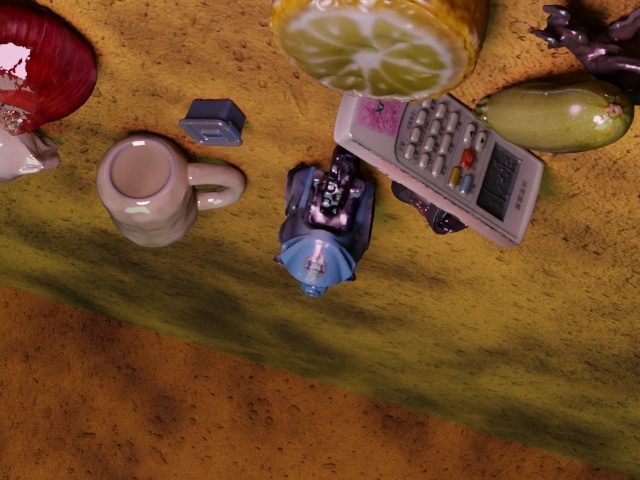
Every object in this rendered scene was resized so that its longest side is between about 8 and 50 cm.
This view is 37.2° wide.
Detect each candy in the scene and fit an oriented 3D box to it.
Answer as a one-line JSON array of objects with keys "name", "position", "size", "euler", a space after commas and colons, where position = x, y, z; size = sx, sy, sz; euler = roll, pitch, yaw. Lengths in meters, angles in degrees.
[{"name": "candy", "position": [0.070, -0.259, 1.116], "size": [0.260, 0.118, 0.260], "euler": [12, 162, 4]}]

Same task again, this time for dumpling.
[{"name": "dumpling", "position": [-0.629, -0.198, 1.831], "size": [0.258, 0.147, 0.193], "euler": [12, -158, -16]}]

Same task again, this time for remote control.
[{"name": "remote control", "position": [0.172, -0.124, 1.325], "size": [0.344, 0.145, 0.050], "euler": [29, 161, -28]}]

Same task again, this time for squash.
[{"name": "squash", "position": [0.282, -0.153, 1.172], "size": [0.094, 0.094, 0.341], "euler": [25, 179, -17]}]

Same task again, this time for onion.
[{"name": "onion", "position": [-0.468, -0.264, 1.476], "size": [0.248, 0.161, 0.248], "euler": [-15, 147, -10]}]

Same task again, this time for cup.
[{"name": "cup", "position": [-0.283, -0.080, 1.777], "size": [0.255, 0.173, 0.202], "euler": [17, 161, 4]}]

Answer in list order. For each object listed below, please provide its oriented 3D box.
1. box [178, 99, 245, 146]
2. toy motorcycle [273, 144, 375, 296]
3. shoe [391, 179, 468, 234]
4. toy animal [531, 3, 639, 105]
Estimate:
[{"name": "box", "position": [-0.173, -0.195, 1.560], "size": [0.099, 0.054, 0.074], "euler": [6, 155, 30]}, {"name": "toy motorcycle", "position": [0.000, 0.000, 1.662], "size": [0.172, 0.232, 0.416], "euler": [15, 160, -1]}, {"name": "shoe", "position": [0.201, -0.063, 1.502], "size": [0.227, 0.112, 0.099], "euler": [-2, 153, 40]}, {"name": "toy animal", "position": [0.352, -0.209, 1.077], "size": [0.232, 0.084, 0.148], "euler": [24, 177, -32]}]
